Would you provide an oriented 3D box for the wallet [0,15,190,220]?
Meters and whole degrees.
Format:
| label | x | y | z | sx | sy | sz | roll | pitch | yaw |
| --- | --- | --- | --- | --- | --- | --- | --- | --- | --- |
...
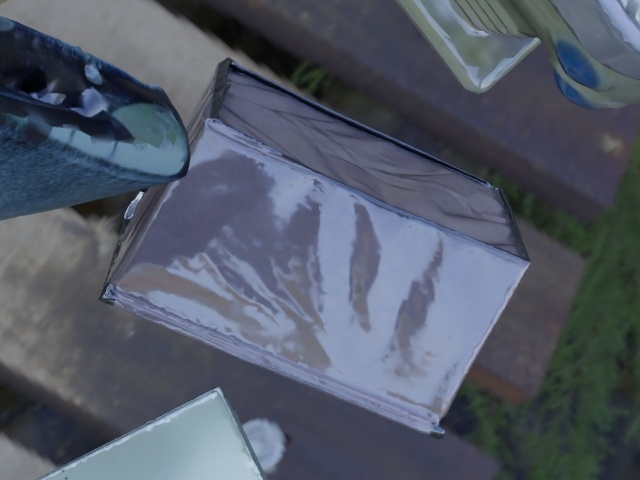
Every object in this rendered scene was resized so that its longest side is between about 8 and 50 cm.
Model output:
| label | x | y | z | sx | sy | sz | roll | pitch | yaw |
| --- | --- | --- | --- | --- | --- | --- | --- | --- | --- |
| wallet | -0.241 | -0.001 | 0.567 | 0.379 | 0.190 | 0.046 | -13 | 86 | 15 |

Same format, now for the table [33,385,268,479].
| label | x | y | z | sx | sy | sz | roll | pitch | yaw |
| --- | --- | --- | --- | --- | --- | --- | --- | --- | --- |
| table | -0.128 | 0.204 | 1.024 | 0.240 | 0.111 | 0.122 | -26 | 59 | -2 |

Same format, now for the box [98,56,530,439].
| label | x | y | z | sx | sy | sz | roll | pitch | yaw |
| --- | --- | --- | --- | --- | --- | --- | --- | --- | --- |
| box | 0.000 | 0.000 | 1.264 | 0.252 | 0.153 | 0.188 | 25 | 18 | -9 |

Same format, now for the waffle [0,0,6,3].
| label | x | y | z | sx | sy | sz | roll | pitch | yaw |
| --- | --- | --- | --- | --- | --- | --- | --- | --- | --- |
| waffle | -0.337 | -0.126 | 0.882 | 0.376 | 0.261 | 0.114 | -31 | 120 | -32 |

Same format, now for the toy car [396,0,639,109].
| label | x | y | z | sx | sy | sz | roll | pitch | yaw |
| --- | --- | --- | --- | --- | --- | --- | --- | --- | --- |
| toy car | 0.164 | -0.224 | 0.731 | 0.336 | 0.226 | 0.242 | -41 | 99 | -13 |
